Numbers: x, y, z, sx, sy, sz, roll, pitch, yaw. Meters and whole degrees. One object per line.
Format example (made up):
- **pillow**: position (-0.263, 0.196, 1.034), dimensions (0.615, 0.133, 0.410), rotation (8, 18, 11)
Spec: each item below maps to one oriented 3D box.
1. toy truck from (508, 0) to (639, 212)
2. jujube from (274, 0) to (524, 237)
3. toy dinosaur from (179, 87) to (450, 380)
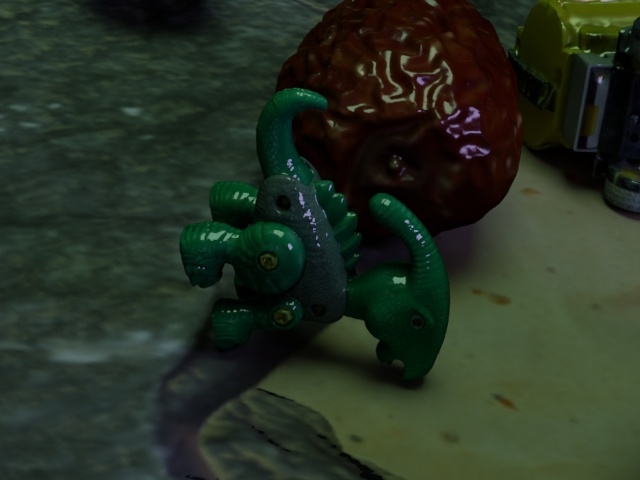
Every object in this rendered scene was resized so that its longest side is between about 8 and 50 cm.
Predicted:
- **toy truck**: position (0.218, -0.081, 0.870), dimensions (0.226, 0.098, 0.114), rotation (0, 27, -14)
- **jujube**: position (0.038, -0.065, 0.791), dimensions (0.112, 0.109, 0.176), rotation (44, 19, -13)
- **toy dinosaur**: position (0.000, 0.000, 0.664), dimensions (0.096, 0.132, 0.059), rotation (-6, 27, 19)
